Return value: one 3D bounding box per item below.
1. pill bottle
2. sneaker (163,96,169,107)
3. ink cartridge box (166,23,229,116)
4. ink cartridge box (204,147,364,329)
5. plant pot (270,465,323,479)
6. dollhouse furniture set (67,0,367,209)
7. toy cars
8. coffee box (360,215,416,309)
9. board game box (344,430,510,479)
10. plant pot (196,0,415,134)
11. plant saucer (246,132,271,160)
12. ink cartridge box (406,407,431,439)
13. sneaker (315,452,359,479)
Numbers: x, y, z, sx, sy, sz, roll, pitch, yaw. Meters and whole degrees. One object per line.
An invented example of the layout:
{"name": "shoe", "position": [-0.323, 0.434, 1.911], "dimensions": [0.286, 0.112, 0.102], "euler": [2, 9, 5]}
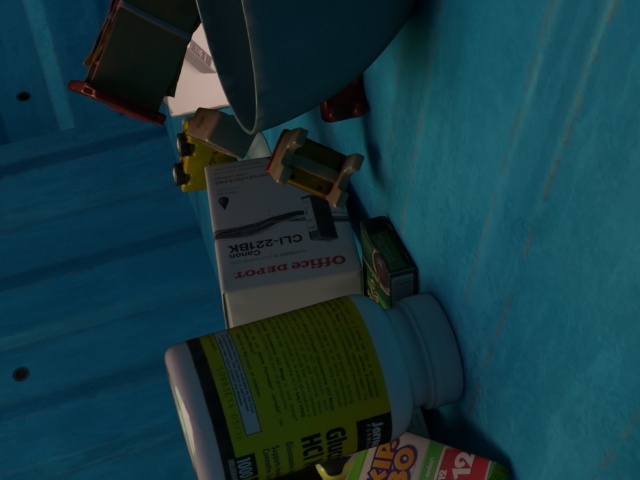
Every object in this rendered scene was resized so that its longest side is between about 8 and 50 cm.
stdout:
{"name": "pill bottle", "position": [-0.007, 0.174, 1.330], "dimensions": [0.188, 0.334, 0.188], "euler": [165, 90, -80]}
{"name": "sneaker", "position": [-0.098, -0.286, 1.724], "dimensions": [0.295, 0.178, 0.123], "euler": [-16, 93, 39]}
{"name": "ink cartridge box", "position": [-0.139, -0.342, 1.578], "dimensions": [0.261, 0.066, 0.296], "euler": [-5, 101, 40]}
{"name": "ink cartridge box", "position": [-0.055, 0.004, 1.590], "dimensions": [0.114, 0.197, 0.273], "euler": [85, 174, -45]}
{"name": "plant pot", "position": [0.027, 0.497, 2.007], "dimensions": [0.187, 0.212, 0.212], "euler": [65, -175, -70]}
{"name": "dollhouse furniture set", "position": [-0.112, -0.208, 1.405], "dimensions": [0.201, 0.374, 0.152], "euler": [-66, 20, 1]}
{"name": "toy cars", "position": [-0.121, -0.127, 1.755], "dimensions": [0.394, 0.176, 0.087], "euler": [24, -133, -57]}
{"name": "coffee box", "position": [0.091, 0.072, 1.470], "dimensions": [0.113, 0.040, 0.184], "euler": [-116, 15, -44]}
{"name": "board game box", "position": [0.108, 0.297, 1.319], "dimensions": [0.039, 0.124, 0.259], "euler": [35, 165, -26]}
{"name": "plant pot", "position": [-0.016, -0.273, 1.122], "dimensions": [0.290, 0.195, 0.290], "euler": [164, 90, -79]}
{"name": "plant saucer", "position": [-0.121, -0.129, 2.264], "dimensions": [0.195, 0.037, 0.195], "euler": [164, 90, -78]}
{"name": "ink cartridge box", "position": [0.119, 0.362, 1.533], "dimensions": [0.303, 0.072, 0.307], "euler": [-108, 9, -55]}
{"name": "sneaker", "position": [0.035, 0.343, 1.637], "dimensions": [0.208, 0.081, 0.094], "euler": [23, -120, -82]}
